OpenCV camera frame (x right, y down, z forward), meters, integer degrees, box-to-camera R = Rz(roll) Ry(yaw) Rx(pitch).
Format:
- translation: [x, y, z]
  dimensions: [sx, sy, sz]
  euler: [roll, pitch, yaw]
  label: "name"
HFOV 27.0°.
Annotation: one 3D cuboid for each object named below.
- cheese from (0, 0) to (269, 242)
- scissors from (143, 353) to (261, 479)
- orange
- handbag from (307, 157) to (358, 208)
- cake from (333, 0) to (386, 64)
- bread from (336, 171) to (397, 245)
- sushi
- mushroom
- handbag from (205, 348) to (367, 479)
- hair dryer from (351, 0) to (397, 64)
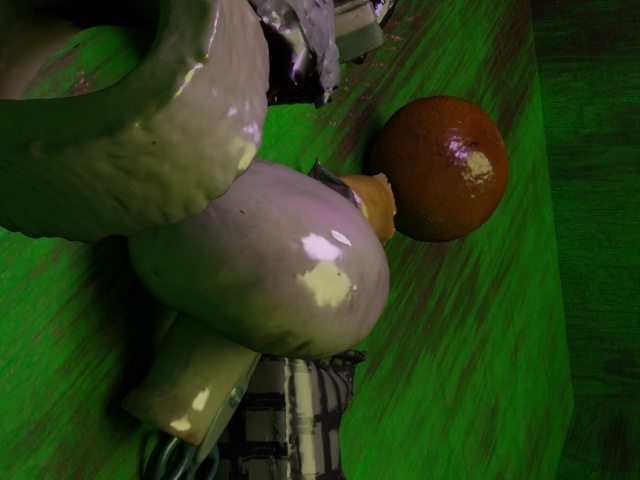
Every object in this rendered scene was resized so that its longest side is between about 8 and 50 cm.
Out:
- translation: [-0.202, -0.158, 1.163]
  dimensions: [0.292, 0.332, 0.153]
  euler: [-66, 151, -22]
  label: "cheese"
- translation: [-0.124, 0.197, 1.654]
  dimensions: [0.289, 0.041, 0.138]
  euler: [-62, 147, -15]
  label: "scissors"
- translation: [0.206, -0.123, 2.356]
  dimensions: [0.264, 0.264, 0.264]
  euler: [0, 90, -69]
  label: "orange"
- translation: [0.000, 0.000, 1.986]
  dimensions: [0.270, 0.117, 0.183]
  euler: [-64, 136, -61]
  label: "handbag"
- translation: [-0.050, -0.388, 1.963]
  dimensions: [0.284, 0.172, 0.158]
  euler: [62, 2, 25]
  label: "cake"
- translation: [0.064, -0.044, 2.198]
  dimensions: [0.173, 0.085, 0.134]
  euler: [-20, 108, -68]
  label: "bread"
- translation: [-0.102, -0.262, 1.596]
  dimensions: [0.348, 0.207, 0.234]
  euler: [48, 35, -61]
  label: "sushi"
- translation: [-0.094, 0.035, 1.524]
  dimensions: [0.356, 0.315, 0.315]
  euler: [-36, 128, -32]
  label: "mushroom"
- translation: [-0.031, 0.292, 1.830]
  dimensions: [0.327, 0.162, 0.325]
  euler: [17, 69, -68]
  label: "handbag"
- translation: [0.053, -0.432, 2.244]
  dimensions: [0.219, 0.075, 0.196]
  euler: [49, 53, -45]
  label: "hair dryer"
